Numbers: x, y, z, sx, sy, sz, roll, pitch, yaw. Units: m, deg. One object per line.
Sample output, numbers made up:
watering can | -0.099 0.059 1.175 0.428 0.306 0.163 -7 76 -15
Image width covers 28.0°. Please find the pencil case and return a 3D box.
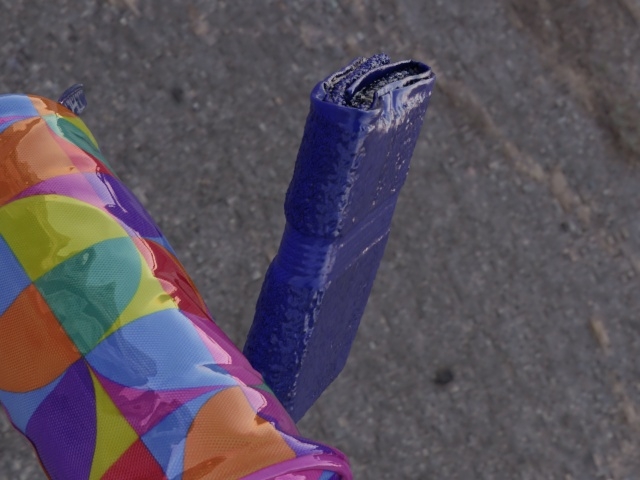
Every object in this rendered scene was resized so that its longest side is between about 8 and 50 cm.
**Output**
pencil case | -0.086 0.038 0.514 0.104 0.104 0.236 7 36 -47

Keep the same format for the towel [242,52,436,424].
towel | 0.000 0.000 1.085 0.076 0.308 0.227 21 21 14
